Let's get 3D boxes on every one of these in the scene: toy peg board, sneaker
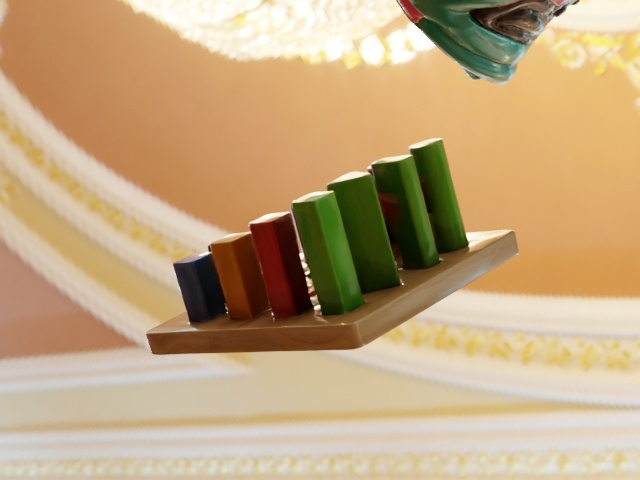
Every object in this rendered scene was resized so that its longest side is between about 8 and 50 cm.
[{"bbox_3d":[0.000,0.000,0.900,0.160,0.161,0.079,-5,-76,42],"label":"toy peg board"},{"bbox_3d":[0.149,-0.188,1.023,0.178,0.295,0.124,-45,-112,42],"label":"sneaker"}]
